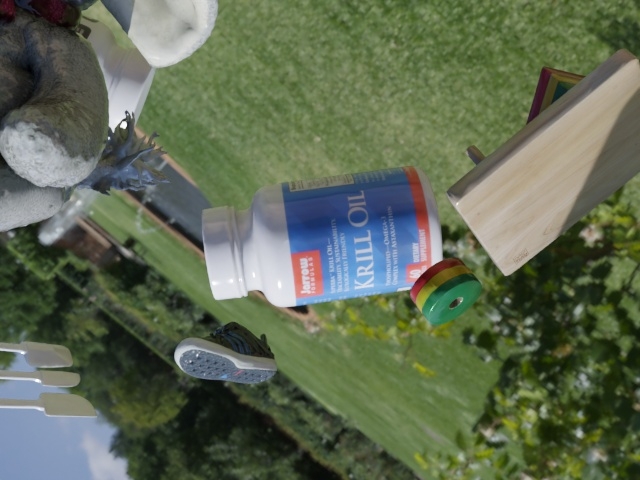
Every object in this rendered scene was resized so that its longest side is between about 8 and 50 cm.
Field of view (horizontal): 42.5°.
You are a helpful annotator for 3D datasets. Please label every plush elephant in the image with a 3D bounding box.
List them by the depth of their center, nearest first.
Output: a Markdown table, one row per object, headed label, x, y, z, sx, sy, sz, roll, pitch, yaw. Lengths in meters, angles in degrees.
| label | x | y | z | sx | sy | sz | roll | pitch | yaw |
| --- | --- | --- | --- | --- | --- | --- | --- | --- | --- |
| plush elephant | -0.217 | -0.149 | 0.528 | 0.272 | 0.255 | 0.330 | 16 | -164 | 34 |

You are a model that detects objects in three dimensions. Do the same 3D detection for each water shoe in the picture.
| label | x | y | z | sx | sy | sz | roll | pitch | yaw |
| --- | --- | --- | --- | --- | --- | --- | --- | --- | --- |
| water shoe | -0.147 | 0.162 | 1.229 | 0.203 | 0.073 | 0.080 | 29 | -143 | -52 |

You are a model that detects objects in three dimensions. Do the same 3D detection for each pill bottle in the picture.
| label | x | y | z | sx | sy | sz | roll | pitch | yaw |
| --- | --- | --- | --- | --- | --- | --- | --- | --- | --- |
| pill bottle | 0.000 | 0.000 | 0.814 | 0.124 | 0.222 | 0.124 | 171 | 90 | -87 |
| pill bottle | -0.372 | -0.239 | 1.104 | 0.279 | 0.162 | 0.162 | 22 | 172 | -11 |

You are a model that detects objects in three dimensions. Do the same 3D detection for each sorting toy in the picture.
| label | x | y | z | sx | sy | sz | roll | pitch | yaw |
| --- | --- | --- | --- | --- | --- | --- | --- | --- | --- |
| sorting toy | 0.152 | -0.059 | 0.537 | 0.046 | 0.275 | 0.132 | 55 | -172 | 33 |

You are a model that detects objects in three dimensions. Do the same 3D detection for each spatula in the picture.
| label | x | y | z | sx | sy | sz | roll | pitch | yaw |
| --- | --- | --- | --- | --- | --- | --- | --- | --- | --- |
| spatula | -0.465 | 0.200 | 1.229 | 0.242 | 0.019 | 0.168 | 13 | -149 | -43 |
